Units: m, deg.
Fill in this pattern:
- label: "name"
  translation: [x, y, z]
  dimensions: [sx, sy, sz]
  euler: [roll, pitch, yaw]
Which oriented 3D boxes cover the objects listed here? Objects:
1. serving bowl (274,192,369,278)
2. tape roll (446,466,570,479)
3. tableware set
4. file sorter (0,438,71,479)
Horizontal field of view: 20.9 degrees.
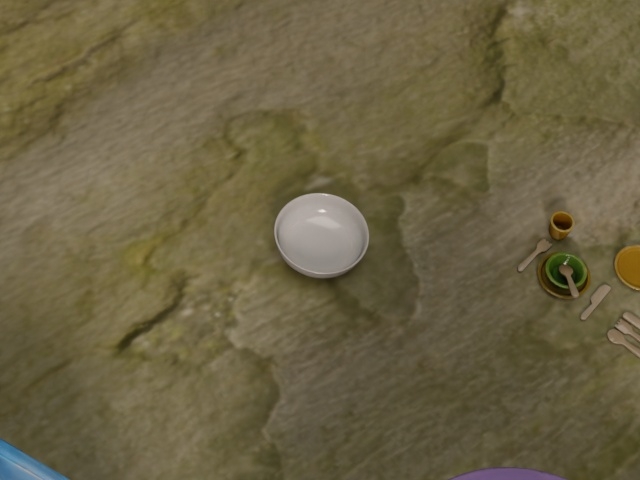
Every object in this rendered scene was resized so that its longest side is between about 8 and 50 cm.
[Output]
- label: "serving bowl"
  translation: [0.000, 0.000, 1.518]
  dimensions: [0.083, 0.027, 0.083]
  euler: [3, 58, -5]
- label: "tape roll"
  translation: [0.124, 0.249, 1.128]
  dimensions: [0.189, 0.080, 0.189]
  euler: [2, 56, -3]
- label: "tableware set"
  translation: [0.261, 0.031, 1.536]
  dimensions: [0.154, 0.024, 0.104]
  euler: [37, 61, 15]
- label: "file sorter"
  translation: [-0.213, 0.240, 1.261]
  dimensions: [0.118, 0.170, 0.104]
  euler: [29, 63, 10]
